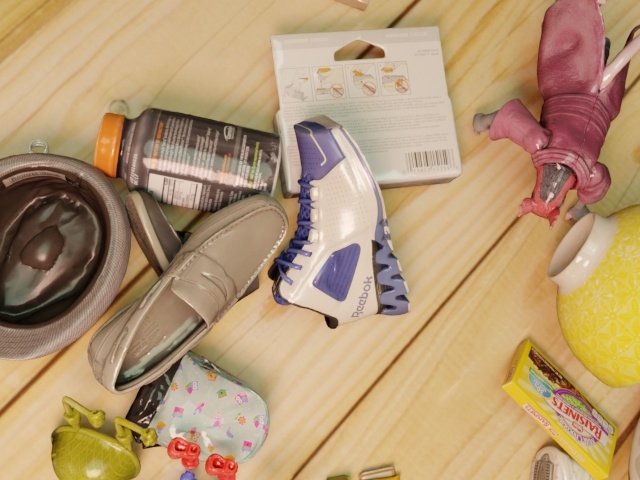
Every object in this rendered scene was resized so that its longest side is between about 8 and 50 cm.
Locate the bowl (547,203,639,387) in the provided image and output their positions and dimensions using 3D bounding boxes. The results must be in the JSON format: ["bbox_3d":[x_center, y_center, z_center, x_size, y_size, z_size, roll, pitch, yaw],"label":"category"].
[{"bbox_3d":[0.425,0.047,1.058,0.156,0.289,0.290,33,78,1],"label":"bowl"}]

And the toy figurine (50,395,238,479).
[{"bbox_3d":[-0.205,0.372,0.894,0.362,0.191,0.217,22,53,-2],"label":"toy figurine"}]

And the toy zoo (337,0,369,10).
[{"bbox_3d":[0.025,-0.534,1.179,0.192,0.030,0.293,19,80,-8],"label":"toy zoo"}]

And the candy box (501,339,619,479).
[{"bbox_3d":[0.367,0.256,1.121,0.206,0.027,0.105,44,45,-3],"label":"candy box"}]

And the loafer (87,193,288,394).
[{"bbox_3d":[-0.156,0.070,0.938,0.319,0.111,0.112,-46,121,-6],"label":"loafer"}]

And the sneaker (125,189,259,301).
[{"bbox_3d":[-0.177,0.007,1.027,0.118,0.083,0.222,-34,117,-21],"label":"sneaker"}]

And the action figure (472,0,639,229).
[{"bbox_3d":[0.392,-0.175,1.096,0.248,0.275,0.370,28,64,-13],"label":"action figure"}]

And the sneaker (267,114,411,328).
[{"bbox_3d":[0.000,0.001,1.027,0.182,0.127,0.316,-23,111,-8],"label":"sneaker"}]

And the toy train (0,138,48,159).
[{"bbox_3d":[-0.470,-0.122,1.016,0.166,0.046,0.125,17,80,-8],"label":"toy train"}]

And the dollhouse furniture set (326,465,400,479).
[{"bbox_3d":[0.052,0.374,1.050,0.151,0.058,0.076,-7,84,-12],"label":"dollhouse furniture set"}]

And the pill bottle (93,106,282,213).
[{"bbox_3d":[-0.185,-0.111,1.029,0.245,0.130,0.131,11,80,-10],"label":"pill bottle"}]

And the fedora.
[{"bbox_3d":[-0.380,0.022,0.975,0.243,0.124,0.276,25,74,-9],"label":"fedora"}]

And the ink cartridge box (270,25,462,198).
[{"bbox_3d":[0.064,-0.197,1.128,0.275,0.060,0.239,-6,83,-12],"label":"ink cartridge box"}]

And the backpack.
[{"bbox_3d":[-0.160,0.235,0.998,0.182,0.115,0.152,28,76,-9],"label":"backpack"}]

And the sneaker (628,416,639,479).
[{"bbox_3d":[0.548,0.171,1.071,0.448,0.169,0.257,-53,128,-21],"label":"sneaker"}]

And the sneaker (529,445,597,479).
[{"bbox_3d":[0.368,0.432,1.093,0.115,0.090,0.232,15,81,-13],"label":"sneaker"}]
